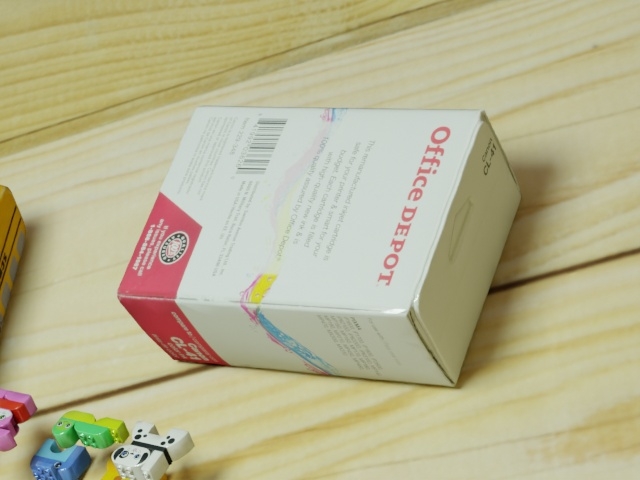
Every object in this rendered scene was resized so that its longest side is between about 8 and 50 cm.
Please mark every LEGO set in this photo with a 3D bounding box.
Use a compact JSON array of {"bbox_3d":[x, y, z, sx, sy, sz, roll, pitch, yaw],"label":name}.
[{"bbox_3d":[-0.220,0.212,1.621,0.227,0.087,0.093,8,44,32],"label":"LEGO set"}]

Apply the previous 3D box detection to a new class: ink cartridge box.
[{"bbox_3d":[0.000,0.000,1.645,0.306,0.131,0.226,5,57,29],"label":"ink cartridge box"}]

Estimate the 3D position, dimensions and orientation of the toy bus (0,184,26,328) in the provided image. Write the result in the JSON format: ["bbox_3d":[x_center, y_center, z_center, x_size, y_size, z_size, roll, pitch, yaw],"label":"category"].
[{"bbox_3d":[-0.384,0.093,1.764,0.108,0.130,0.333,3,55,9],"label":"toy bus"}]
